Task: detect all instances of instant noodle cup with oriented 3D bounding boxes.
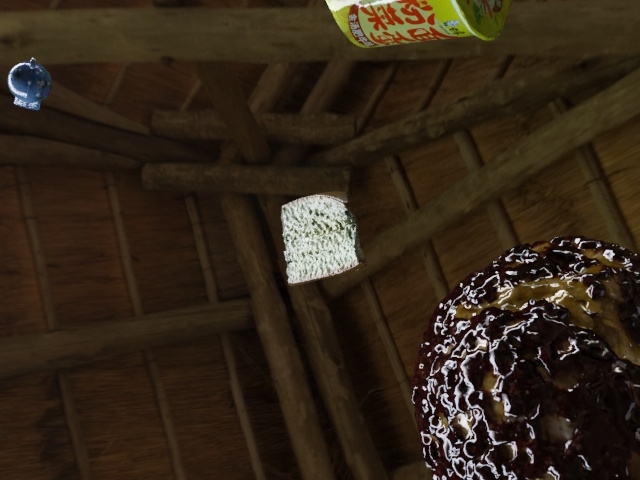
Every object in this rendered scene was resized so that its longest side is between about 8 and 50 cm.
[{"bbox_3d":[0.150,-0.449,1.140,0.221,0.311,0.311,-4,-104,35],"label":"instant noodle cup"}]

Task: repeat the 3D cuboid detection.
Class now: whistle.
[{"bbox_3d":[-0.590,-0.307,1.431,0.090,0.158,0.090,16,-133,-18],"label":"whistle"}]

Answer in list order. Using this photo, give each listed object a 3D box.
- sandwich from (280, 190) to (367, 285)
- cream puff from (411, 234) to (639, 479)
[{"bbox_3d":[0.000,0.000,0.843,0.096,0.258,0.094,-11,-94,-2],"label":"sandwich"},{"bbox_3d":[0.181,0.104,0.467,0.239,0.165,0.239,9,-126,-13],"label":"cream puff"}]
